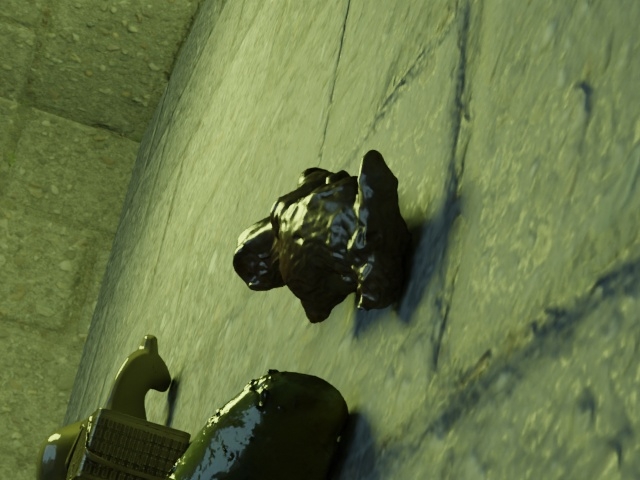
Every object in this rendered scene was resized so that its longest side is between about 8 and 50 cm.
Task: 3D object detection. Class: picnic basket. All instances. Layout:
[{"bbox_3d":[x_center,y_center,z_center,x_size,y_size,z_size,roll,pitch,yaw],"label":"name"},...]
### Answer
[{"bbox_3d":[-0.219,0.250,1.350,0.164,0.115,0.079,139,148,-64],"label":"picnic basket"}]

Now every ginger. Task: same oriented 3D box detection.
[{"bbox_3d":[0.001,0.000,0.919,0.290,0.084,0.122,180,86,-72],"label":"ginger"}]

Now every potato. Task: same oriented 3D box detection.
[{"bbox_3d":[-0.049,0.171,0.826,0.188,0.105,0.085,-56,-2,11],"label":"potato"}]

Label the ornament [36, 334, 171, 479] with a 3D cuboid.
[{"bbox_3d":[-0.264,0.254,1.509,0.230,0.061,0.245,-20,-63,-57],"label":"ornament"}]
